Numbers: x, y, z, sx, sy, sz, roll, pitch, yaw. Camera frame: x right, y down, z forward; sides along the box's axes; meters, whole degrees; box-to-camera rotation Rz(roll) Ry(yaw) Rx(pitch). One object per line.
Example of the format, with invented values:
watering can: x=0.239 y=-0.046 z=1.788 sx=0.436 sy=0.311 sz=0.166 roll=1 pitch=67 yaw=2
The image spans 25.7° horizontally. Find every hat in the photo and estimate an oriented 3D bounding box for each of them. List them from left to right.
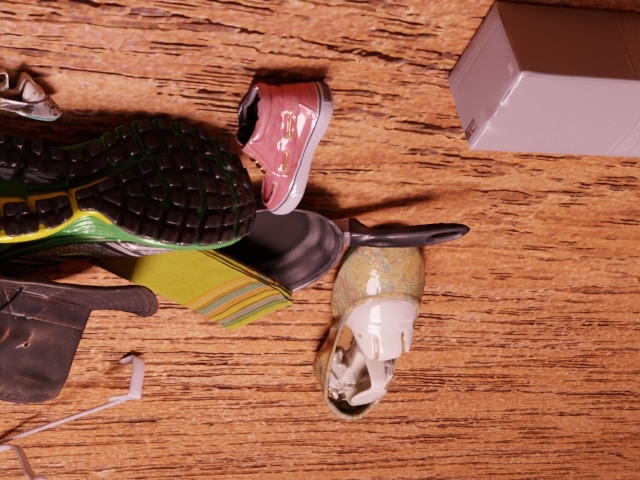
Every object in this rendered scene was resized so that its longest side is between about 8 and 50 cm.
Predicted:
hat: x=-0.335 y=0.096 z=1.438 sx=0.331 sy=0.133 sz=0.331 roll=6 pitch=172 yaw=1

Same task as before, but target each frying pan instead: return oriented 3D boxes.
frying pan: x=-0.013 y=-0.012 z=1.582 sx=0.326 sy=0.053 sz=0.197 roll=-21 pitch=148 yaw=12

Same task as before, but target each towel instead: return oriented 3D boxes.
towel: x=-0.140 y=0.045 z=1.577 sx=0.102 sy=0.021 sz=0.237 roll=-29 pitch=144 yaw=27

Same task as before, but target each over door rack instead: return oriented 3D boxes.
over door rack: x=-0.412 y=0.230 z=1.760 sx=0.324 sy=0.108 sz=0.239 roll=-32 pitch=145 yaw=27

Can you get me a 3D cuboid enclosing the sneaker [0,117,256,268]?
sneaker: x=-0.229 y=-0.041 z=1.405 sx=0.344 sy=0.134 sz=0.146 roll=1 pitch=162 yaw=-22

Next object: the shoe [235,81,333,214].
shoe: x=-0.051 y=-0.095 z=1.430 sx=0.081 sy=0.063 sz=0.178 roll=1 pitch=141 yaw=-21

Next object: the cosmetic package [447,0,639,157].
cosmetic package: x=0.263 y=-0.159 z=1.416 sx=0.238 sy=0.107 sz=0.127 roll=5 pitch=144 yaw=-23

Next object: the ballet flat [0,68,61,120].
ballet flat: x=-0.286 y=-0.137 z=1.286 sx=0.114 sy=0.041 sz=0.041 roll=9 pitch=142 yaw=-34

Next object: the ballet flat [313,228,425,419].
ballet flat: x=0.066 y=0.122 z=1.772 sx=0.123 sy=0.123 sz=0.348 roll=-5 pitch=147 yaw=-16
